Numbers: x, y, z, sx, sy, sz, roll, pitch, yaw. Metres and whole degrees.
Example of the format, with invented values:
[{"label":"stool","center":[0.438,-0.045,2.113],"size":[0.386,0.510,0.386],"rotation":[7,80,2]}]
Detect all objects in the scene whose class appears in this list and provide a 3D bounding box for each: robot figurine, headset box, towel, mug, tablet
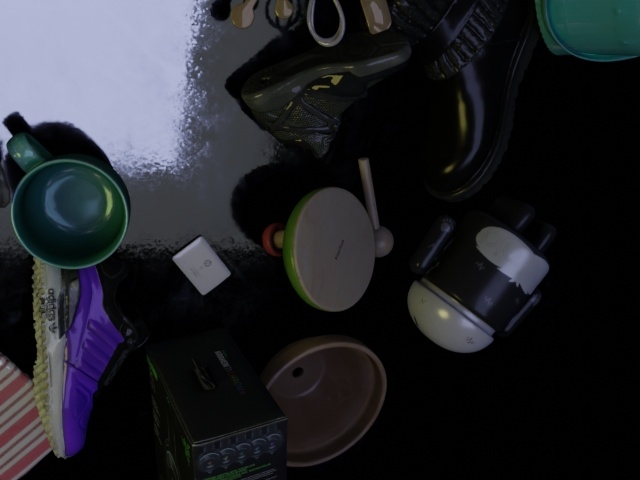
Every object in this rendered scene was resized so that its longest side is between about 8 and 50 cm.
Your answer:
[{"label":"robot figurine","center":[0.272,0.059,1.108],"size":[0.278,0.209,0.173],"rotation":[-53,162,2]},{"label":"headset box","center":[-0.154,0.298,0.938],"size":[0.131,0.246,0.282],"rotation":[-10,117,-25]},{"label":"towel","center":[-0.447,0.245,0.891],"size":[0.144,0.029,0.197],"rotation":[-39,125,-10]},{"label":"mug","center":[-0.297,-0.053,0.780],"size":[0.130,0.097,0.157],"rotation":[-3,104,-13]},{"label":"tablet","center":[-0.174,0.038,0.953],"size":[0.054,0.006,0.083],"rotation":[-38,125,-8]}]

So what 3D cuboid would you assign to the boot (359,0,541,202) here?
[{"label":"boot","center":[0.164,-0.245,0.923],"size":[0.260,0.131,0.347],"rotation":[13,95,-40]}]

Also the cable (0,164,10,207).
[{"label":"cable","center":[-0.402,-0.135,0.678],"size":[0.072,0.140,0.287],"rotation":[-38,140,-55]}]

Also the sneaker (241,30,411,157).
[{"label":"sneaker","center":[0.022,-0.195,0.872],"size":[0.228,0.087,0.130],"rotation":[-20,133,13]}]

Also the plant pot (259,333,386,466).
[{"label":"plant pot","center":[-0.018,0.246,1.072],"size":[0.238,0.110,0.237],"rotation":[-11,116,-23]}]

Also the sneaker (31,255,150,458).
[{"label":"sneaker","center":[-0.302,0.152,0.868],"size":[0.146,0.102,0.293],"rotation":[-4,108,-32]}]

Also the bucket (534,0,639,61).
[{"label":"bucket","center":[0.427,-0.391,0.914],"size":[0.281,0.183,0.280],"rotation":[-9,101,-53]}]

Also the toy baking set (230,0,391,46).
[{"label":"toy baking set","center":[-0.027,-0.350,0.799],"size":[0.257,0.030,0.196],"rotation":[8,104,-11]}]

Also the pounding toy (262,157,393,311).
[{"label":"pounding toy","center":[0.000,0.000,0.989],"size":[0.237,0.110,0.182],"rotation":[-42,119,-41]}]
